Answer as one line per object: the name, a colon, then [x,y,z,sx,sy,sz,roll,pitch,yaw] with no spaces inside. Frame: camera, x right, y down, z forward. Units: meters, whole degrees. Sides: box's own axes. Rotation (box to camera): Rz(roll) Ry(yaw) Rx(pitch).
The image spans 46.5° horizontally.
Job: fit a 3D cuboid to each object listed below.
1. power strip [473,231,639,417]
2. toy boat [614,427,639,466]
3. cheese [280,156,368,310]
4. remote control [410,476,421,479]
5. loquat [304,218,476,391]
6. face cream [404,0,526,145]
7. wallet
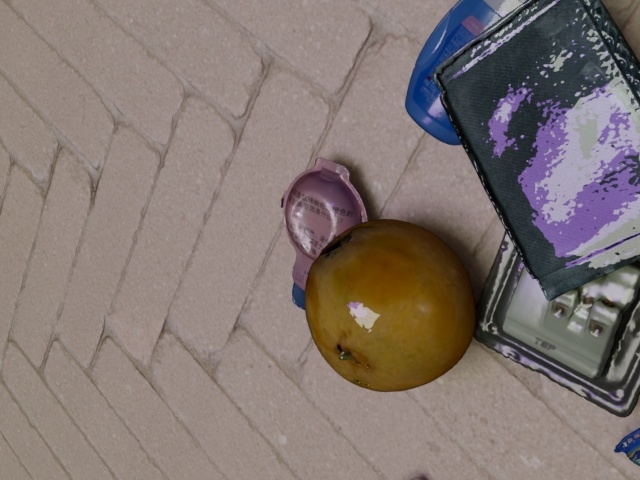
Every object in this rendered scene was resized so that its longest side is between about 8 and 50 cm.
power strip: [0.337,0.081,1.011,0.257,0.092,0.251,27,117,33]
toy boat: [0.452,0.235,0.972,0.175,0.091,0.110,-44,38,40]
cheese: [0.000,0.000,1.281,0.188,0.074,0.286,23,117,34]
remote control: [0.123,0.497,1.303,0.230,0.049,0.090,-47,69,36]
loquat: [0.104,0.099,1.119,0.263,0.263,0.263,10,106,37]
face cream: [0.224,-0.264,1.032,0.149,0.083,0.264,44,124,14]
wallet: [0.304,-0.124,0.924,0.237,0.075,0.342,-32,78,33]
